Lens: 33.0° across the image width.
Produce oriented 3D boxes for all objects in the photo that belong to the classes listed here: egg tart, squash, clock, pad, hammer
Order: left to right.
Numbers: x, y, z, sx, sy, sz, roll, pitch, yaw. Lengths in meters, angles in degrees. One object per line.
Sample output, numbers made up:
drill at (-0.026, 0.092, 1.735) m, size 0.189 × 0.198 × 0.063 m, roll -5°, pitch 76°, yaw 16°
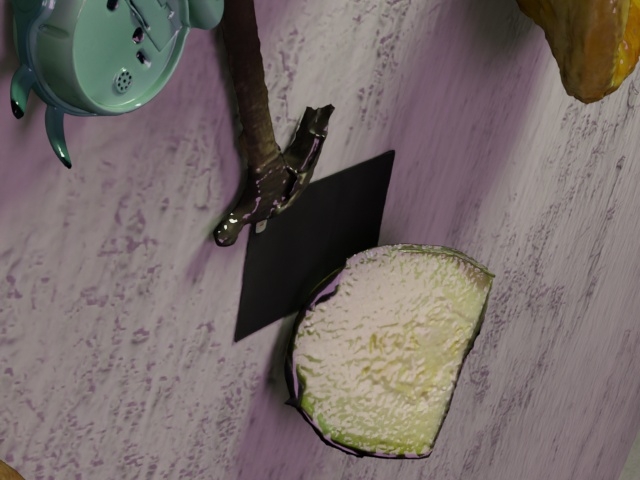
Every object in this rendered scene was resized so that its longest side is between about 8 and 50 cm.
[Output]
clock at (-0.109, -0.105, 0.541) m, size 0.135 × 0.041 × 0.101 m, roll -57°, pitch 151°, yaw -15°
hammer at (-0.047, -0.126, 0.648) m, size 0.125 × 0.027 × 0.297 m, roll -47°, pitch 146°, yaw -30°
pad at (0.000, 0.000, 0.850) m, size 0.193 × 0.004 × 0.116 m, roll -25°, pitch 133°, yaw -51°
squash at (0.036, 0.081, 0.920) m, size 0.184 × 0.085 × 0.192 m, roll 16°, pitch 95°, yaw -33°
egg tart at (0.241, -0.278, 0.913) m, size 0.319 × 0.128 × 0.319 m, roll -49°, pitch 151°, yaw -40°

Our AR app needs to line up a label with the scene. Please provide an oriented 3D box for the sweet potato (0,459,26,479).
sweet potato at (-0.187, 0.194, 0.618) m, size 0.068 × 0.068 × 0.226 m, roll -37°, pitch 141°, yaw -42°
